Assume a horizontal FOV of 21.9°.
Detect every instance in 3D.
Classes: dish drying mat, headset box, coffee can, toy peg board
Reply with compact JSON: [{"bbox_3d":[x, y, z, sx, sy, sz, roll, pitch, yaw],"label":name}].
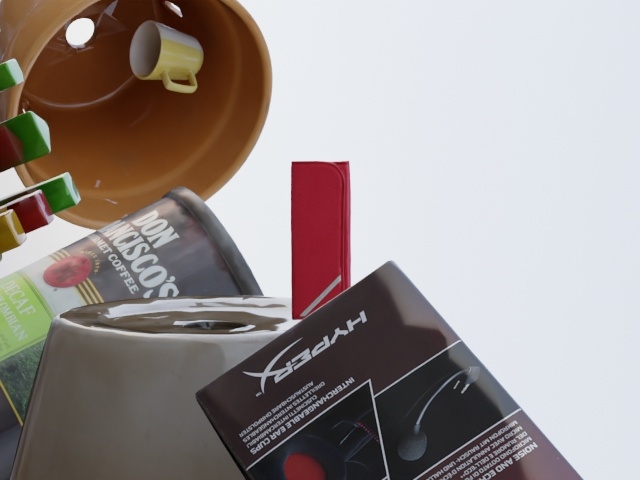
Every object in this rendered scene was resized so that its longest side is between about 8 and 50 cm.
[{"bbox_3d":[0.000,0.000,0.863,0.008,0.032,0.083,0,89,-78],"label":"dish drying mat"},{"bbox_3d":[0.090,0.182,0.688,0.293,0.110,0.218,50,-9,40],"label":"headset box"},{"bbox_3d":[-0.189,0.105,1.347,0.201,0.275,0.201,54,-19,27],"label":"coffee can"},{"bbox_3d":[-0.200,-0.051,0.886,0.160,0.079,0.161,-82,148,-76],"label":"toy peg board"}]

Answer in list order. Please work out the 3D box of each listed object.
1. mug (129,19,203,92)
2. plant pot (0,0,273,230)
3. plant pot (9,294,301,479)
[{"bbox_3d":[-0.160,-0.190,1.754,0.062,0.064,0.078,-11,-104,49],"label":"mug"},{"bbox_3d":[-0.222,-0.182,1.753,0.203,0.291,0.291,48,-25,48],"label":"plant pot"},{"bbox_3d":[-0.058,0.180,0.964,0.323,0.323,0.280,-164,-106,-72],"label":"plant pot"}]
